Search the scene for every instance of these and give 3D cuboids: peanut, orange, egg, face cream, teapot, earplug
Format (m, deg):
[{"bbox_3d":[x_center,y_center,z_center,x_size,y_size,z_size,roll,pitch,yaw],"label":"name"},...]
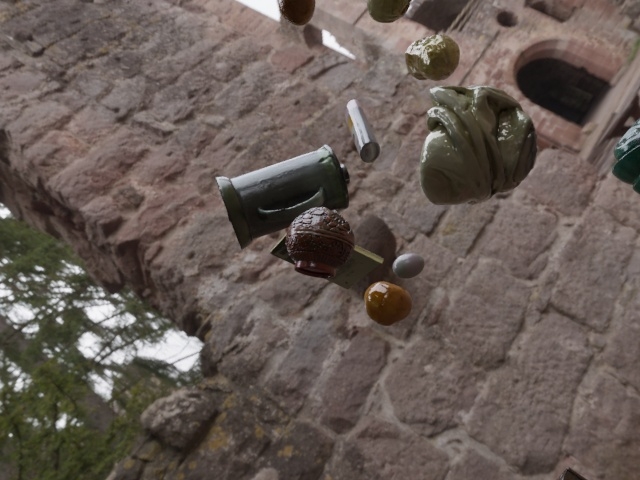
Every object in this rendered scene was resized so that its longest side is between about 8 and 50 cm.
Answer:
[{"bbox_3d":[0.356,-0.586,1.594,0.146,0.147,0.305,-61,19,11],"label":"peanut"},{"bbox_3d":[-0.047,-0.483,1.008,0.085,0.085,0.085,-51,-16,-22],"label":"orange"},{"bbox_3d":[0.367,0.105,2.043,0.135,0.103,0.103,-19,-19,0],"label":"egg"},{"bbox_3d":[0.145,-0.390,1.752,0.107,0.073,0.269,94,167,-46],"label":"face cream"},{"bbox_3d":[-0.078,-0.115,1.270,0.337,0.270,0.200,-20,-69,-9],"label":"teapot"},{"bbox_3d":[0.908,-0.236,1.314,0.258,0.280,0.164,-12,-24,-2],"label":"earplug"},{"bbox_3d":[0.215,0.206,1.581,0.136,0.159,0.159,-67,-15,0],"label":"orange"}]

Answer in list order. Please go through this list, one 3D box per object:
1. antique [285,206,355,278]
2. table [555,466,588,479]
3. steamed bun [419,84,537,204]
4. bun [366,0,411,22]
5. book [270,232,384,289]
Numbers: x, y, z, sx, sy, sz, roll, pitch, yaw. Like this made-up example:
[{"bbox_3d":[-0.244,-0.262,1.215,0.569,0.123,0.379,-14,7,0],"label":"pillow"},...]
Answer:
[{"bbox_3d":[0.000,0.000,0.700,0.104,0.104,0.104,-51,-16,-22],"label":"antique"},{"bbox_3d":[0.510,0.616,0.981,0.193,0.173,0.169,-33,-35,-38],"label":"table"},{"bbox_3d":[0.351,-0.198,1.052,0.280,0.207,0.267,-20,-66,-51],"label":"steamed bun"},{"bbox_3d":[0.258,-0.824,1.658,0.222,0.127,0.222,-41,-12,-11],"label":"bun"},{"bbox_3d":[0.015,0.049,1.465,0.201,0.290,0.026,-44,27,46],"label":"book"}]
